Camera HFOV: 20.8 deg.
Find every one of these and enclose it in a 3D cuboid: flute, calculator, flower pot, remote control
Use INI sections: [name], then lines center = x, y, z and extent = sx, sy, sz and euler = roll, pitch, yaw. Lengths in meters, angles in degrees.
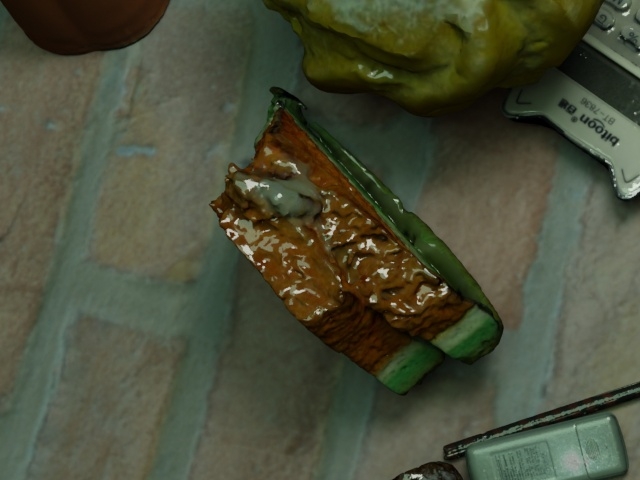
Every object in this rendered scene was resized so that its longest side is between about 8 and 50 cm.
[flute]
center = 0.222, 0.127, 1.373
extent = 0.269, 0.014, 0.014
euler = -19, 70, 10
[calculator]
center = 0.282, -0.166, 1.426
extent = 0.177, 0.040, 0.268
euler = 40, 87, 22
[flower pot]
center = -0.232, -0.276, 1.538
extent = 0.190, 0.173, 0.191
euler = -4, 75, 16
[remote control]
center = 0.177, 0.171, 1.366
extent = 0.124, 0.018, 0.053
euler = -16, 85, 11

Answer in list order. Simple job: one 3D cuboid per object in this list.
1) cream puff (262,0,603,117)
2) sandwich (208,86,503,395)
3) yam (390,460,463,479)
[cream puff]
center = 0.102, -0.239, 1.405
extent = 0.323, 0.270, 0.274
euler = 4, 100, 27
[sandwich]
center = 0.011, 0.007, 1.379
extent = 0.292, 0.212, 0.109
euler = 43, 104, 9
[yam]
center = 0.092, 0.242, 1.343
extent = 0.079, 0.079, 0.141
euler = -24, 72, 9
